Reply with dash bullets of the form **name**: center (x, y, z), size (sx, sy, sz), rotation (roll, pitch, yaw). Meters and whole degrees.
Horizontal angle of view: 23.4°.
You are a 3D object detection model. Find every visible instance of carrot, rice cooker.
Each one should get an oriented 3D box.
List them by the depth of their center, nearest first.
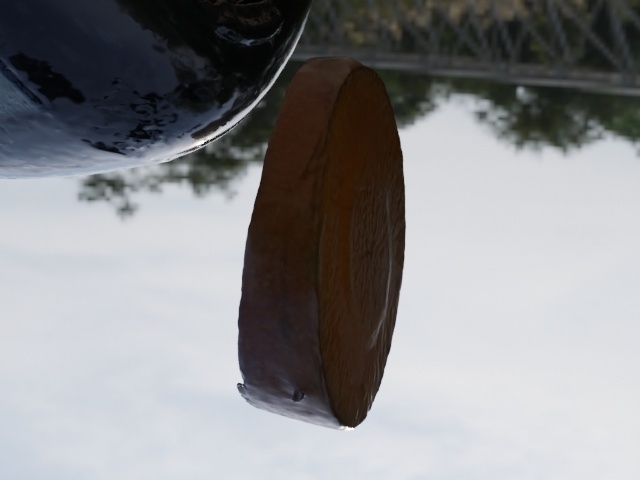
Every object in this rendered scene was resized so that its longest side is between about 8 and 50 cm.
- **rice cooker**: center (-0.134, -0.162, 0.767), size (0.224, 0.267, 0.267), rotation (-7, -177, 38)
- **carrot**: center (0.000, 0.000, 1.271), size (0.100, 0.307, 0.258), rotation (5, -163, 14)
